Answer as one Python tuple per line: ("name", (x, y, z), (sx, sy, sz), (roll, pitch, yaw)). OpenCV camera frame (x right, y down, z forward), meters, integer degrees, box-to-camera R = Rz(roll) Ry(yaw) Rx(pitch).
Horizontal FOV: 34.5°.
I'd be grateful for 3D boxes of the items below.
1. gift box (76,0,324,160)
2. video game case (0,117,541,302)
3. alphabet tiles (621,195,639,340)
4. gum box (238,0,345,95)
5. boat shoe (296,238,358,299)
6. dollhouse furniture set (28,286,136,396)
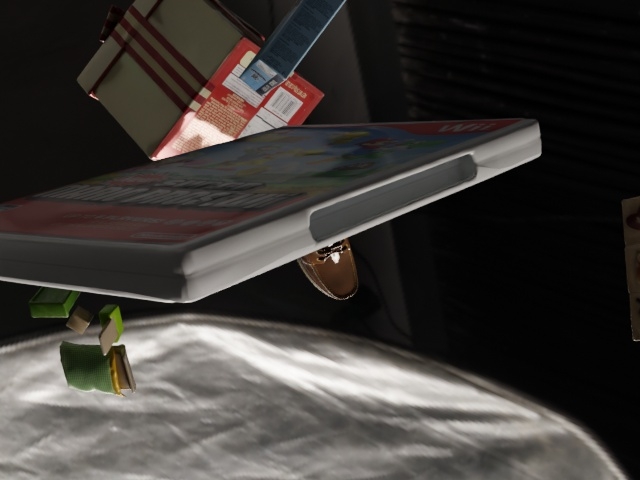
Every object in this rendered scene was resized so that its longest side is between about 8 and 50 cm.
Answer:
("gift box", (-0.170, -0.253, 1.564), (0.276, 0.258, 0.255), (-49, 146, 5))
("video game case", (-0.039, -0.028, 0.554), (0.285, 0.204, 0.025), (-22, 109, -47))
("alphabet tiles", (0.326, 0.007, 0.763), (0.009, 0.237, 0.198), (4, 79, -36))
("gum box", (-0.016, -0.259, 1.196), (0.041, 0.157, 0.184), (38, 84, -11))
("boat shoe", (0.000, 0.000, 1.211), (0.064, 0.060, 0.178), (-28, 115, -10))
("dollhouse furniture set", (-0.235, 0.107, 1.011), (0.059, 0.076, 0.152), (-71, 157, -56))
